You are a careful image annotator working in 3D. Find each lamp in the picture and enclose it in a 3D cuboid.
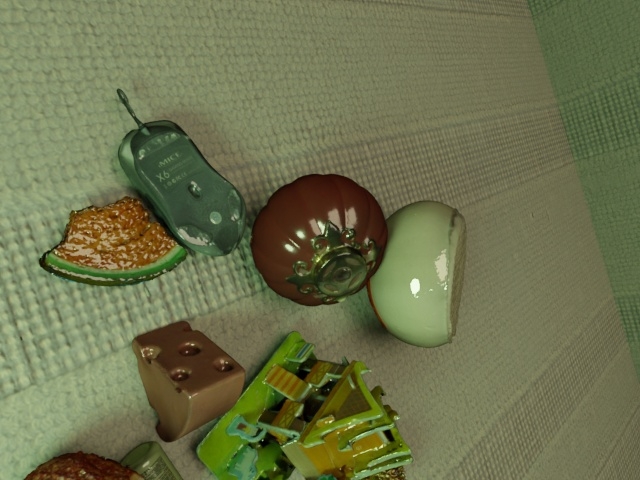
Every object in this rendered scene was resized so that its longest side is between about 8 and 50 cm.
[{"bbox_3d":[0.000,0.000,1.047,0.302,0.257,0.304,-13,127,-17],"label":"lamp"}]

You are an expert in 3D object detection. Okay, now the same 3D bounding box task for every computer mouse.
[{"bbox_3d":[-0.293,-0.128,0.956,0.167,0.090,0.380,-39,100,-37],"label":"computer mouse"}]

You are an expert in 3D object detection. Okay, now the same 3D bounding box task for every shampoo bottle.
[{"bbox_3d":[-0.280,0.439,0.843,0.079,0.079,0.162,-38,105,-38],"label":"shampoo bottle"}]

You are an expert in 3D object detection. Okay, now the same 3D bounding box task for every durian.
[{"bbox_3d":[0.119,0.537,1.098,0.137,0.168,0.158,-50,151,-20],"label":"durian"}]

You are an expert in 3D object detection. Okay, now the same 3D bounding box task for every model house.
[{"bbox_3d":[-0.007,0.379,0.922,0.357,0.312,0.243,-45,114,-36],"label":"model house"}]

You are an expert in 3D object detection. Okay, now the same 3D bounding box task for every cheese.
[{"bbox_3d":[-0.250,0.282,0.889,0.128,0.202,0.177,-18,123,-44],"label":"cheese"}]

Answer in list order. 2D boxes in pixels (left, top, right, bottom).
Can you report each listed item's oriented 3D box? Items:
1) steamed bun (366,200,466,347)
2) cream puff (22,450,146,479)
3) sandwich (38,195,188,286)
[{"bbox_3d":[0.238,0.080,1.221,0.374,0.241,0.375,5,90,-72],"label":"steamed bun"},{"bbox_3d":[-0.353,0.438,0.699,0.239,0.164,0.240,7,68,-19],"label":"cream puff"},{"bbox_3d":[-0.375,0.014,0.860,0.235,0.079,0.159,-23,92,-41],"label":"sandwich"}]
